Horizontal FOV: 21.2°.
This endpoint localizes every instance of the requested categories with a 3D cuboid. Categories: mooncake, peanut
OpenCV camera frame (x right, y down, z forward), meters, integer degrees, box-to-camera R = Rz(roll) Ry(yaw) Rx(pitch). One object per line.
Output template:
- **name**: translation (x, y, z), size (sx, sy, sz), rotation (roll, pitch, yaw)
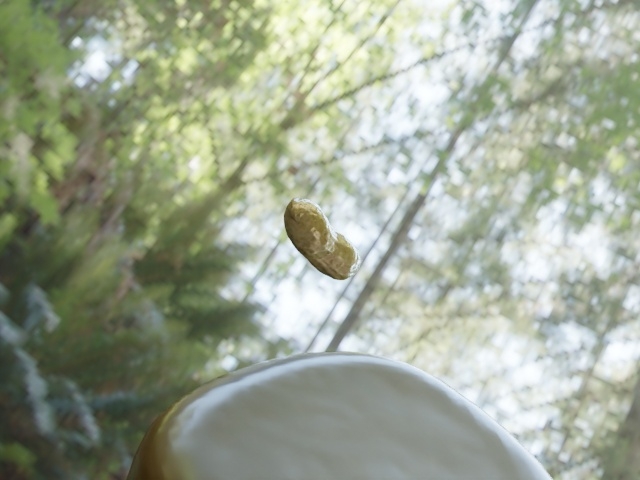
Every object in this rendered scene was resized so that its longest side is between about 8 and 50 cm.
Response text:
- **mooncake**: translation (0.014, 0.153, 0.836), size (0.235, 0.235, 0.117), rotation (24, -62, 10)
- **peanut**: translation (0.000, 0.000, 1.253), size (0.037, 0.037, 0.083), rotation (-3, -39, 32)
